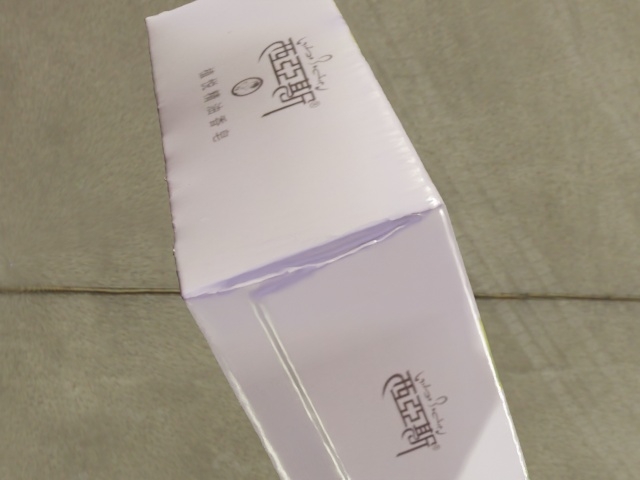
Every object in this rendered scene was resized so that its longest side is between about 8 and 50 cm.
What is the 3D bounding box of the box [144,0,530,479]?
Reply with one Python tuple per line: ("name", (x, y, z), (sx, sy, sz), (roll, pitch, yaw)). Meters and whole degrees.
("box", (0.000, 0.000, 0.491), (0.111, 0.260, 0.194), (-22, 129, 0))
